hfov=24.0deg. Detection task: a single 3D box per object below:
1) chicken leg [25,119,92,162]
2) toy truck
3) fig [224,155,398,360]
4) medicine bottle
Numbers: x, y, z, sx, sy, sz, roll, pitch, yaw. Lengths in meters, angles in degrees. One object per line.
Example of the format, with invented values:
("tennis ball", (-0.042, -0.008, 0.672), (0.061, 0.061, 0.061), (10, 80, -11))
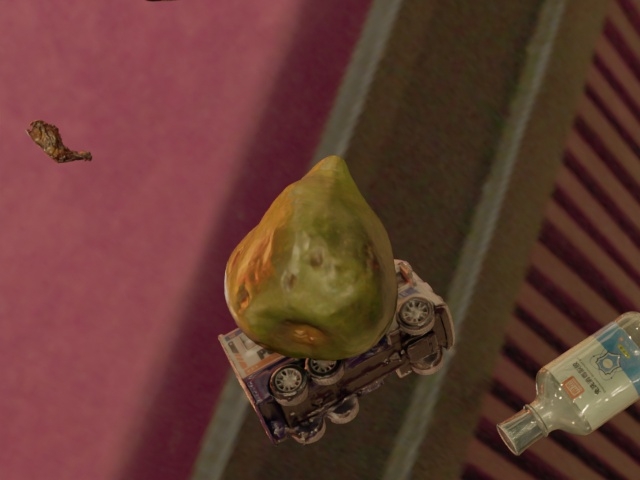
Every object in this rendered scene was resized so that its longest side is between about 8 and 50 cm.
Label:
("chicken leg", (-0.307, -0.110, 1.753), (0.083, 0.021, 0.036), (36, 60, 2))
("toy truck", (0.022, 0.127, 1.891), (0.268, 0.124, 0.155), (-28, 53, -8))
("fig", (0.000, 0.000, 1.795), (0.206, 0.206, 0.275), (-9, 52, 30))
("medicine bottle", (0.292, 0.164, 1.673), (0.208, 0.053, 0.090), (-33, 68, -9))
